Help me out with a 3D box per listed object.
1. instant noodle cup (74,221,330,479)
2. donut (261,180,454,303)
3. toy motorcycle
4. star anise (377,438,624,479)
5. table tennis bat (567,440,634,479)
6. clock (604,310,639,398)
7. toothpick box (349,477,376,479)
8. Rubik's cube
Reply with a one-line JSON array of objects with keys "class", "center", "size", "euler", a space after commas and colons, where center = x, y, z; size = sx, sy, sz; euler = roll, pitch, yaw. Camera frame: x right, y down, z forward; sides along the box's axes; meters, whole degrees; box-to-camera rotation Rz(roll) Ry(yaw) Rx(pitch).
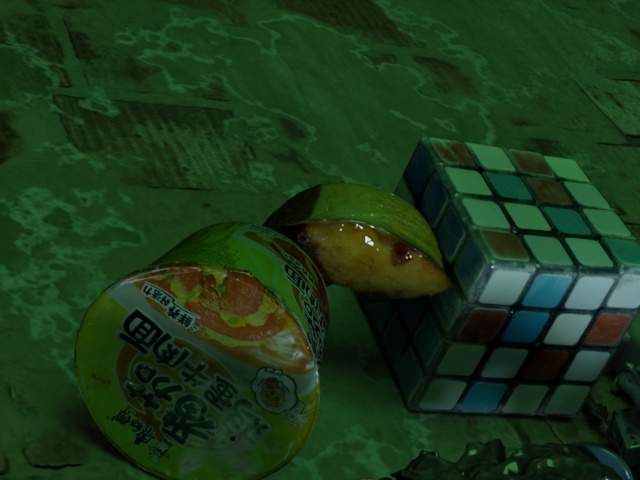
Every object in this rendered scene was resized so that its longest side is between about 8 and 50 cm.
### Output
[{"class": "instant noodle cup", "center": [-0.108, 0.109, 1.454], "size": [0.264, 0.264, 0.200], "euler": [24, 23, 3]}, {"class": "donut", "center": [0.000, 0.000, 1.601], "size": [0.295, 0.151, 0.112], "euler": [-12, 40, 22]}, {"class": "toy motorcycle", "center": [0.429, 0.251, 1.614], "size": [0.207, 0.134, 0.401], "euler": [-12, 33, -16]}, {"class": "star anise", "center": [0.170, 0.279, 1.371], "size": [0.332, 0.117, 0.331], "euler": [-11, 16, 3]}, {"class": "table tennis bat", "center": [0.289, 0.285, 1.501], "size": [0.100, 0.155, 0.019], "euler": [33, 37, 12]}, {"class": "clock", "center": [0.498, 0.164, 1.867], "size": [0.228, 0.090, 0.248], "euler": [-16, 50, -44]}, {"class": "toothpick box", "center": [0.007, 0.389, 1.171], "size": [0.188, 0.190, 0.308], "euler": [-1, 44, -33]}, {"class": "Rubik's cube", "center": [0.225, 0.049, 1.712], "size": [0.253, 0.256, 0.259], "euler": [7, 37, -24]}]
